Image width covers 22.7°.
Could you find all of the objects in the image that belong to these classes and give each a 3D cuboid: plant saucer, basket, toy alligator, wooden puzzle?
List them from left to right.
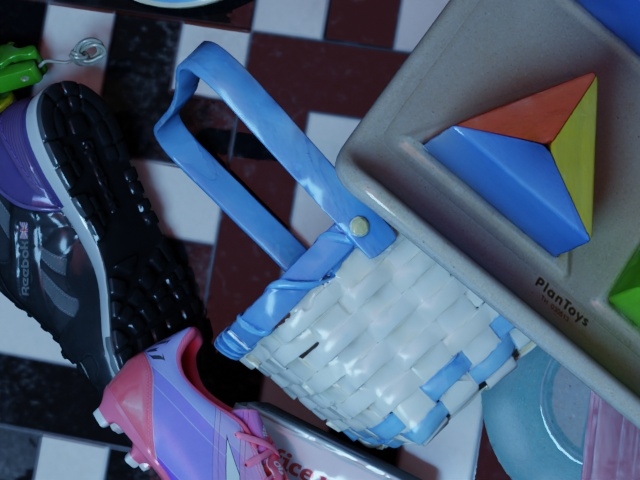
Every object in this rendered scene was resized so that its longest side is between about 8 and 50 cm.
[{"bbox_3d":[-0.254,-0.131,1.236,0.189,0.056,0.051,-19,43,8],"label":"toy alligator"},{"bbox_3d":[0.000,0.000,1.089,0.289,0.255,0.201,43,79,-3],"label":"basket"},{"bbox_3d":[0.211,0.112,1.143,0.195,0.037,0.195,-1,87,10],"label":"plant saucer"},{"bbox_3d":[0.221,-0.068,1.012,0.322,0.080,0.348,39,62,-7],"label":"wooden puzzle"}]

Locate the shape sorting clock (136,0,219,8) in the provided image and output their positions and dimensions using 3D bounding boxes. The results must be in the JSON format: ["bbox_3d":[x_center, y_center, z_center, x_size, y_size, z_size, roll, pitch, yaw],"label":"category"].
[{"bbox_3d":[-0.107,-0.281,1.223,0.206,0.040,0.206,-1,86,10],"label":"shape sorting clock"}]

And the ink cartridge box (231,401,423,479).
[{"bbox_3d":[-0.029,0.238,1.151,0.153,0.087,0.208,26,92,11],"label":"ink cartridge box"}]

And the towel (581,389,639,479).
[{"bbox_3d":[0.350,0.108,1.098,0.329,0.037,0.237,8,87,0],"label":"towel"}]

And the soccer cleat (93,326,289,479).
[{"bbox_3d":[-0.051,0.172,1.078,0.095,0.083,0.248,-41,77,0],"label":"soccer cleat"}]

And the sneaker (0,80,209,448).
[{"bbox_3d":[-0.181,0.031,1.203,0.124,0.107,0.283,-21,87,34],"label":"sneaker"}]
